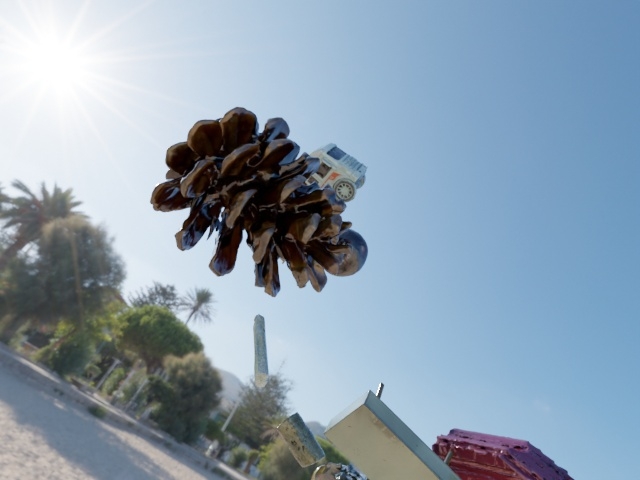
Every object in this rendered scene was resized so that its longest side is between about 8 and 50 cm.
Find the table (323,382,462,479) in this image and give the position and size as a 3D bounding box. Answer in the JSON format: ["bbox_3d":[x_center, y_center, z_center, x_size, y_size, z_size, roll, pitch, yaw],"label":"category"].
[{"bbox_3d":[0.145,0.383,0.777,0.240,0.111,0.121,44,-61,4],"label":"table"}]

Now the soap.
[{"bbox_3d":[0.342,0.459,0.768,0.099,0.162,0.250,7,-13,-42],"label":"soap"}]

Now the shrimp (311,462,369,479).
[{"bbox_3d":[0.092,0.667,1.047,0.272,0.085,0.444,35,-35,20],"label":"shrimp"}]

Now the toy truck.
[{"bbox_3d":[-0.033,-0.100,1.025,0.162,0.136,0.305,41,-63,-2],"label":"toy truck"}]

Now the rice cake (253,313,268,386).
[{"bbox_3d":[-0.200,0.362,1.380,0.040,0.226,0.085,2,-40,-15],"label":"rice cake"}]

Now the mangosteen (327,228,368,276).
[{"bbox_3d":[0.070,0.037,1.234,0.153,0.152,0.152,22,-31,14],"label":"mangosteen"}]

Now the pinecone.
[{"bbox_3d":[-0.093,-0.046,0.601,0.309,0.244,0.244,45,-26,18],"label":"pinecone"}]

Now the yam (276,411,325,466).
[{"bbox_3d":[-0.074,0.761,1.579,0.194,0.107,0.107,50,-24,21],"label":"yam"}]
